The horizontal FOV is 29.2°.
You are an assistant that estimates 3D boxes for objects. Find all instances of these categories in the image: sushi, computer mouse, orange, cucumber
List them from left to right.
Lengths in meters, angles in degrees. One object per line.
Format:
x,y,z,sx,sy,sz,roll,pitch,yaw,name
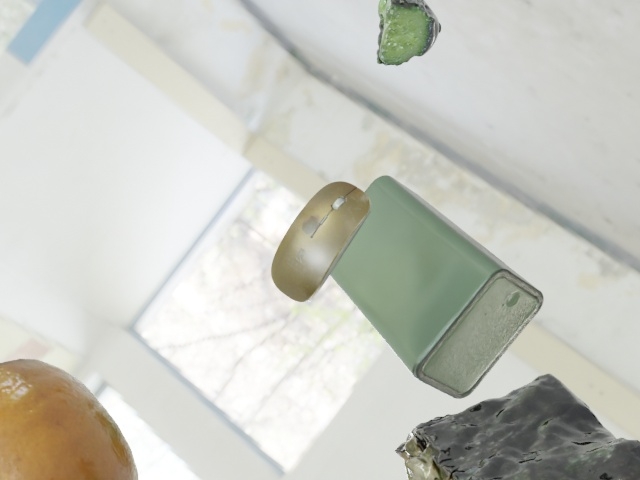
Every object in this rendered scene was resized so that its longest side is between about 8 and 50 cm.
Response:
-0.331,0.291,1.407,0.310,0.274,0.274,60,176,-6,orange
-0.001,0.000,1.874,0.102,0.199,0.045,36,-177,34,computer mouse
0.117,-0.308,1.709,0.086,0.115,0.193,0,-152,-6,cucumber
0.177,0.240,0.994,0.350,0.171,0.210,-135,30,-74,sushi

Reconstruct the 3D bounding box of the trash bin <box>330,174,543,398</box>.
0.167,0.062,2.047,0.158,0.223,0.343,29,-168,-46,trash bin
